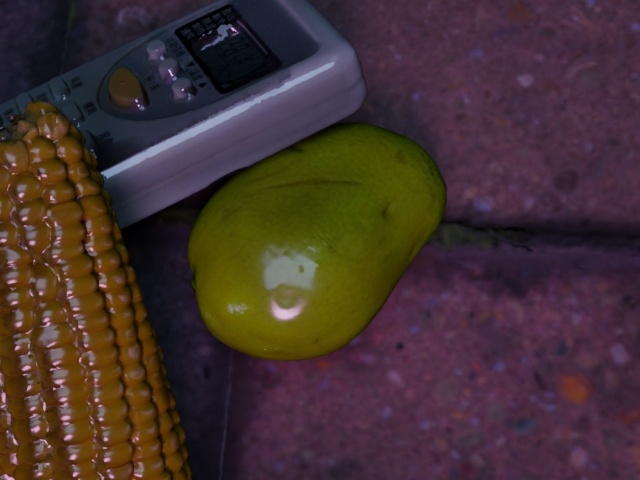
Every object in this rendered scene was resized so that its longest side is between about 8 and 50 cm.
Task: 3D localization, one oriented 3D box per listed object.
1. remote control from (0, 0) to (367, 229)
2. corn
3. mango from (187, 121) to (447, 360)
[{"bbox_3d":[-0.127,-0.060,0.757,0.296,0.056,0.140,-26,37,-7],"label":"remote control"},{"bbox_3d":[-0.124,0.090,0.656,0.115,0.115,0.318,-12,100,-4],"label":"corn"},{"bbox_3d":[-0.006,-0.003,0.751,0.117,0.089,0.163,29,61,19],"label":"mango"}]
